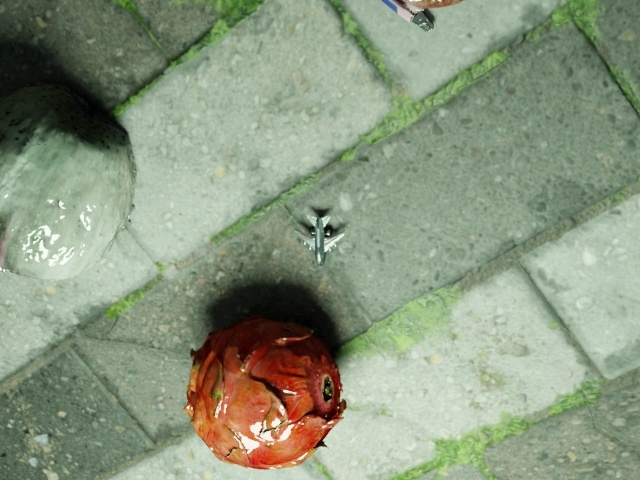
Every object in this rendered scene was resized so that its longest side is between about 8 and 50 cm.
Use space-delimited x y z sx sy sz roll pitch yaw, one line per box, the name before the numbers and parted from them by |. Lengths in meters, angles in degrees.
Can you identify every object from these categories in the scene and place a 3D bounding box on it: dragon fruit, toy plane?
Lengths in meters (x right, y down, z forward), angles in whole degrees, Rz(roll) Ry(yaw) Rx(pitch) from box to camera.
dragon fruit | -0.089 0.230 1.485 0.252 0.241 0.241 -24 107 10
toy plane | 0.000 0.000 1.451 0.078 0.031 0.083 3 116 16
dragon fruit | -0.420 -0.091 1.440 0.283 0.204 0.221 35 119 -2

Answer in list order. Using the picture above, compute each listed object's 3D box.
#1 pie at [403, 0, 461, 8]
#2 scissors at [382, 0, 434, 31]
pie | 0.142 -0.393 1.191 0.204 0.054 0.218 0 119 9
scissors | 0.105 -0.314 1.277 0.113 0.012 0.039 42 120 -6
